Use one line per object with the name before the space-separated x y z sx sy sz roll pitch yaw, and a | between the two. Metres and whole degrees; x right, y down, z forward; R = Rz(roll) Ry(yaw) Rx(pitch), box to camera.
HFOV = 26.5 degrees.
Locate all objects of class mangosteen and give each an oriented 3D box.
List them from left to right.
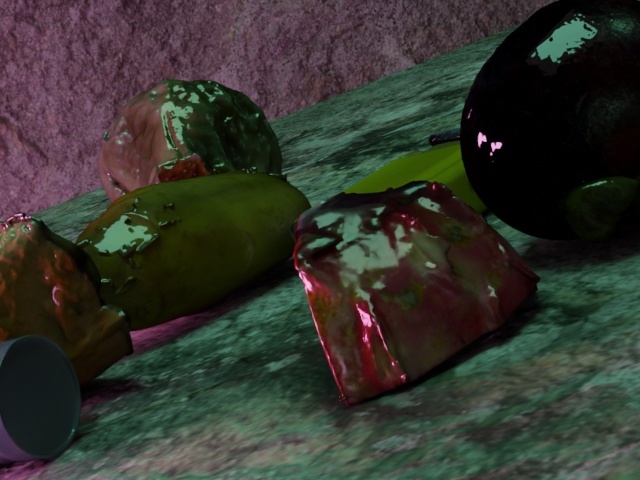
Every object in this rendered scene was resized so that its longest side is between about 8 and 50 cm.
mangosteen | 0.232 -0.095 1.121 0.216 0.216 0.216 -19 10 4

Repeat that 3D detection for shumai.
shumai | -0.200 -0.100 1.786 0.260 0.225 0.222 10 10 25

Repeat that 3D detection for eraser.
eraser | 0.092 -0.039 1.404 0.158 0.069 0.226 -14 12 38

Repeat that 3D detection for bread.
bread | -0.296 0.083 1.226 0.251 0.174 0.133 -12 29 47

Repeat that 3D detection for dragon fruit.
dragon fruit | 0.076 0.007 1.036 0.161 0.126 0.274 -18 11 11

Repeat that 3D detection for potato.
potato | -0.145 0.006 1.412 0.300 0.140 0.173 -23 15 -39

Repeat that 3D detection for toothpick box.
toothpick box | -0.284 0.138 1.105 0.153 0.101 0.101 -12 13 28

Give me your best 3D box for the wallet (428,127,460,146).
wallet | 0.212 -0.104 1.487 0.111 0.030 0.165 17 -19 -42
